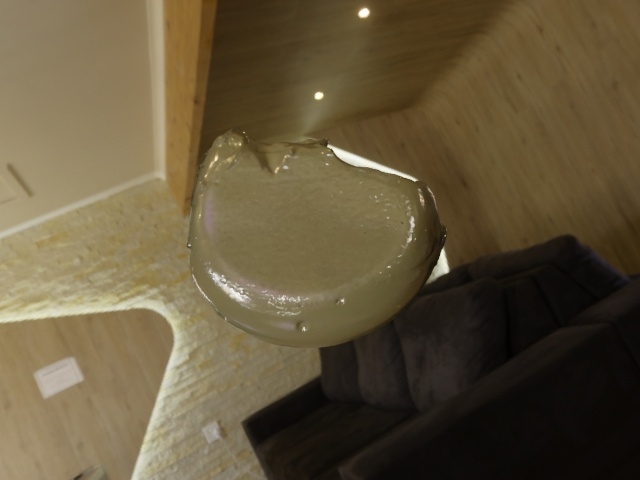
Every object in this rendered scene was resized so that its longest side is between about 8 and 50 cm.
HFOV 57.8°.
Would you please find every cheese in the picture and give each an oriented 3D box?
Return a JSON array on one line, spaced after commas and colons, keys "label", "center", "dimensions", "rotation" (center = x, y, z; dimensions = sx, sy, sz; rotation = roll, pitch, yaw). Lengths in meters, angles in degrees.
[{"label": "cheese", "center": [0.000, 0.000, 0.474], "dimensions": [0.203, 0.175, 0.091], "rotation": [5, -11, 3]}]
